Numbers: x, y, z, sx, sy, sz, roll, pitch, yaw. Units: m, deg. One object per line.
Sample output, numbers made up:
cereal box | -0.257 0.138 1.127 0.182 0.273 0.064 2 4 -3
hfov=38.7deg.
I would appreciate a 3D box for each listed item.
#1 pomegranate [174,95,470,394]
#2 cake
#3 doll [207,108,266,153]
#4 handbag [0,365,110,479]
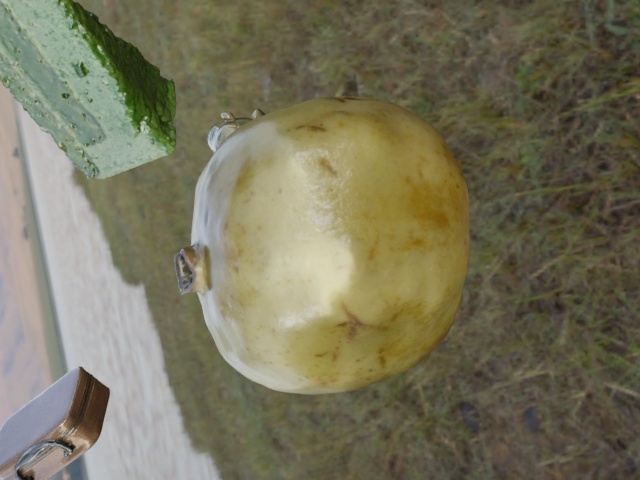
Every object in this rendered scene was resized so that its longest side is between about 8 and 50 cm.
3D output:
pomegranate | 0.000 0.000 0.984 0.332 0.333 0.332 169 90 -73
cake | -0.223 -0.144 0.801 0.235 0.100 0.099 42 -146 -61
doll | -0.083 -0.124 1.194 0.179 0.089 0.102 11 115 40
handbag | -0.424 0.300 1.421 0.072 0.193 0.151 47 -160 -29
